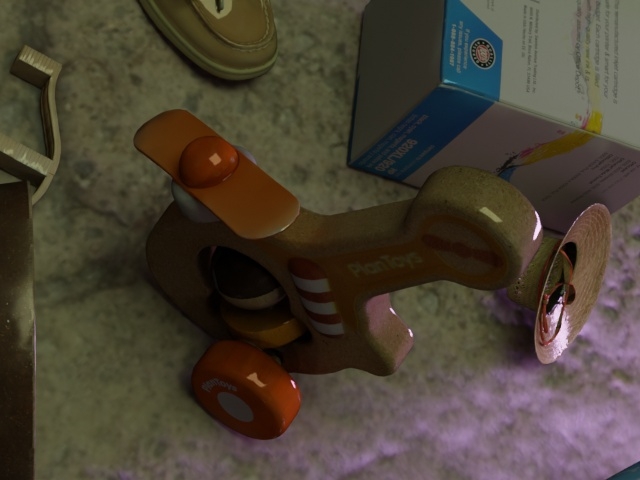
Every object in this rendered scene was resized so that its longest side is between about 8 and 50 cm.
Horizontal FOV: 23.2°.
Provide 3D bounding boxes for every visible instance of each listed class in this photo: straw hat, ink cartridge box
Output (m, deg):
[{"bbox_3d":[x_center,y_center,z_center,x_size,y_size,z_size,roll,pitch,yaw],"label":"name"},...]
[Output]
[{"bbox_3d":[0.188,0.028,1.318,0.061,0.144,0.144,19,50,29],"label":"straw hat"},{"bbox_3d":[0.168,-0.134,1.320,0.233,0.168,0.171,16,62,-20],"label":"ink cartridge box"}]

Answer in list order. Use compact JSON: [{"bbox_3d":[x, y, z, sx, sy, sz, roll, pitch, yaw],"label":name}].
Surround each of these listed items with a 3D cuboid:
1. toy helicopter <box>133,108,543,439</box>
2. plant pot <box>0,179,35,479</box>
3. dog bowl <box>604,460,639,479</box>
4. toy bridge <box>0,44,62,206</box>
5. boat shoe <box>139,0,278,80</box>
[{"bbox_3d":[0.000,0.000,1.062,0.235,0.355,0.140,51,54,-19],"label":"toy helicopter"},{"bbox_3d":[-0.299,0.068,0.987,0.230,0.215,0.215,0,67,-12],"label":"plant pot"},{"bbox_3d":[0.289,0.305,1.196,0.074,0.166,0.297,-11,73,-18],"label":"dog bowl"},{"bbox_3d":[-0.230,-0.062,1.172,0.063,0.026,0.188,29,58,-16],"label":"toy bridge"},{"bbox_3d":[-0.111,-0.266,1.285,0.105,0.089,0.285,-23,79,-33],"label":"boat shoe"}]
